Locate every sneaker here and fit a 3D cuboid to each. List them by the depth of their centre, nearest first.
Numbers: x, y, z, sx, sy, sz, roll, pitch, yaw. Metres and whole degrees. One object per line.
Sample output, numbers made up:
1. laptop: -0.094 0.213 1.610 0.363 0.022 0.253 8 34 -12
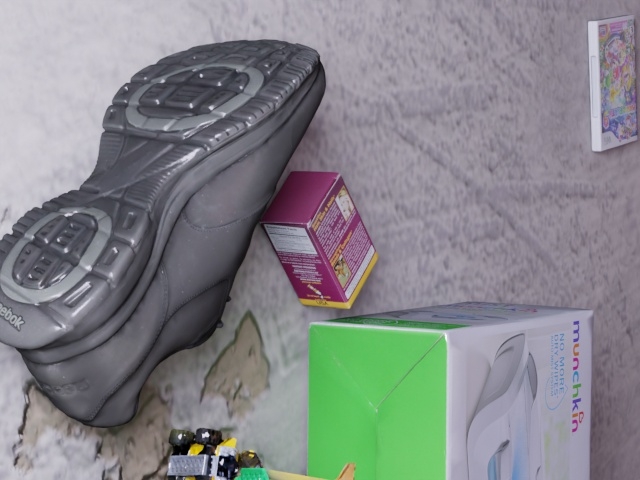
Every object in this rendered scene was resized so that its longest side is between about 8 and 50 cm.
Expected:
1. sneaker: -0.087 -0.011 1.028 0.286 0.109 0.130 -50 139 -30

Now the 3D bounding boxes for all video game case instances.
1. video game case: 0.278 -0.150 1.631 0.087 0.011 0.122 -18 108 -55

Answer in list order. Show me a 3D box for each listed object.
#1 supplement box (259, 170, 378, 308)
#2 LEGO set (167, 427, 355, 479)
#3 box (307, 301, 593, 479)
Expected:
1. supplement box: 0.000 0.000 1.195 0.055 0.043 0.083 -58 138 -36
2. LEGO set: -0.009 0.285 1.012 0.192 0.255 0.331 14 68 -29
3. box: 0.099 0.184 1.291 0.231 0.126 0.262 -2 93 -54
